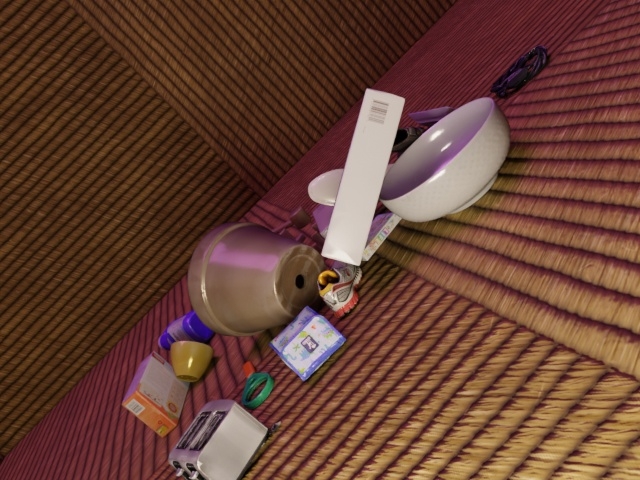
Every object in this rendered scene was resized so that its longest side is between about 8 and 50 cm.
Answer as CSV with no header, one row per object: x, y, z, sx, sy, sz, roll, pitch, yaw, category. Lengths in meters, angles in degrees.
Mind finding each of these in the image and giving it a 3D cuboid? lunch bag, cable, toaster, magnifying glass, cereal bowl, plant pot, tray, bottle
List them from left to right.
-0.489,0.334,2.246,0.283,0.118,0.092,-27,23,45,bottle
-0.397,0.375,1.922,0.134,0.134,0.095,-29,47,44,plant pot
-0.204,0.419,1.292,0.168,0.110,0.186,-21,27,54,toaster
-0.163,0.347,1.551,0.092,0.026,0.231,-46,17,-4,magnifying glass
-0.144,0.106,1.676,0.280,0.323,0.323,-1,43,46,plant pot
-0.025,0.229,1.378,0.129,0.096,0.151,-44,29,-9,lunch bag
0.368,-0.348,1.830,0.270,0.145,0.030,-156,78,-73,tray
0.302,-0.164,1.457,0.339,0.141,0.339,-40,16,14,cereal bowl
0.570,-0.481,1.802,0.184,0.047,0.150,-44,10,10,cable

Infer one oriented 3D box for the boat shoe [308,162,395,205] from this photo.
0.117,-0.158,1.817,0.304,0.109,0.091,-10,-1,0,boat shoe

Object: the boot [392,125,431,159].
0.232,-0.266,1.733,0.229,0.091,0.263,-9,-9,-34,boot

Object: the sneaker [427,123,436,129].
0.337,-0.305,1.857,0.067,0.078,0.188,-49,15,-18,sneaker

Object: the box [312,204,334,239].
0.055,-0.060,1.917,0.113,0.094,0.275,-43,15,8,box

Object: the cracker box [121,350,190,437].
-0.475,0.445,1.846,0.067,0.156,0.232,-42,15,12,cracker box

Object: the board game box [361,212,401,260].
0.140,-0.010,1.690,0.154,0.026,0.103,-49,15,-17,board game box

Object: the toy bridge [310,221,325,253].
0.000,0.000,1.958,0.026,0.063,0.188,-40,17,17,toy bridge

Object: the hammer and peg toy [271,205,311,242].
-0.152,0.068,2.059,0.266,0.127,0.361,-29,22,51,hammer and peg toy

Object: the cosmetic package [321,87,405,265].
0.095,-0.144,1.495,0.284,0.097,0.377,-97,22,-85,cosmetic package

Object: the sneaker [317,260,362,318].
0.044,0.093,1.540,0.088,0.093,0.225,-40,15,16,sneaker
